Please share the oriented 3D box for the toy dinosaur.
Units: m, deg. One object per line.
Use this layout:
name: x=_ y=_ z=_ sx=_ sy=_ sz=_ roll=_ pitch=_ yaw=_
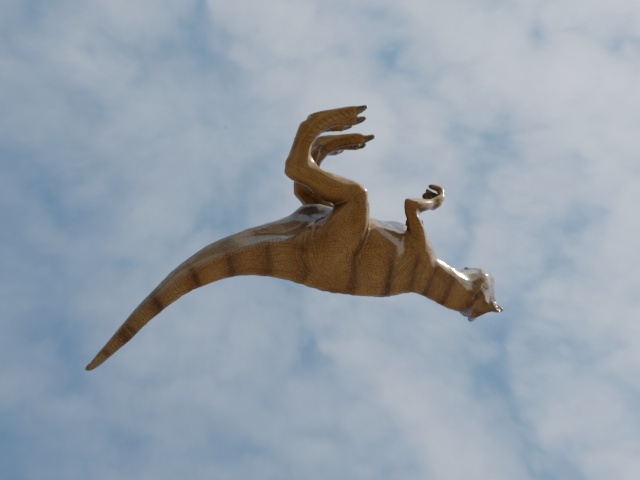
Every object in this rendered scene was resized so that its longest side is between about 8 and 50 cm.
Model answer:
toy dinosaur: x=0.000 y=0.000 z=0.771 sx=0.211 sy=0.064 sz=0.112 roll=2 pitch=-105 yaw=-25
